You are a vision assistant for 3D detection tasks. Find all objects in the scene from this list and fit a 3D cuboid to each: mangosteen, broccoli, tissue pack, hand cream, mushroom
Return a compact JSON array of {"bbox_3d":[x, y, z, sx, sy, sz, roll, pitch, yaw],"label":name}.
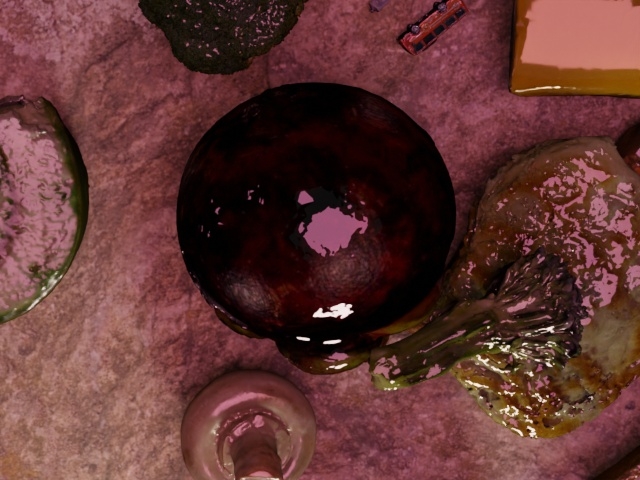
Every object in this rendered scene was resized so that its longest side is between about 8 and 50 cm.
[{"bbox_3d":[-0.009,-0.022,1.552,0.381,0.421,0.381,-1,61,1],"label":"mangosteen"},{"bbox_3d":[0.203,0.125,1.492,0.304,0.145,0.165,-19,93,-11],"label":"broccoli"},{"bbox_3d":[0.403,-0.298,1.612,0.271,0.134,0.192,1,96,5],"label":"tissue pack"},{"bbox_3d":[0.103,-0.370,1.653,0.030,0.019,0.093,38,93,-12],"label":"hand cream"},{"bbox_3d":[-0.115,0.298,1.671,0.206,0.209,0.206,6,108,19],"label":"mushroom"},{"bbox_3d":[-0.121,-0.382,1.519,0.283,0.321,0.304,-24,92,-39],"label":"broccoli"}]

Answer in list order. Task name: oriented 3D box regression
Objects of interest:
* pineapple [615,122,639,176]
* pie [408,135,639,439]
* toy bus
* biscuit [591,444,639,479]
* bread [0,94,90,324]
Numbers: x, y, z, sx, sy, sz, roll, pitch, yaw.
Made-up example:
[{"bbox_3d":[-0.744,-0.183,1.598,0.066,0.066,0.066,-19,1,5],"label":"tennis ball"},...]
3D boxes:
[{"bbox_3d":[0.557,-0.085,1.702,0.251,0.125,0.125,34,95,-15],"label":"pineapple"},{"bbox_3d":[0.359,0.076,1.665,0.395,0.180,0.418,40,102,-13],"label":"pie"},{"bbox_3d":[0.165,-0.316,1.662,0.110,0.031,0.043,-39,108,2],"label":"toy bus"},{"bbox_3d":[0.520,0.328,1.766,0.231,0.131,0.025,-37,82,3],"label":"biscuit"},{"bbox_3d":[-0.511,-0.058,1.594,0.382,0.129,0.366,-45,101,3],"label":"bread"}]
